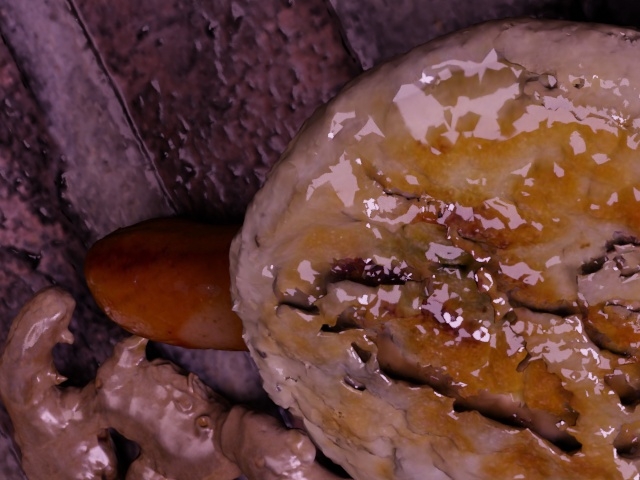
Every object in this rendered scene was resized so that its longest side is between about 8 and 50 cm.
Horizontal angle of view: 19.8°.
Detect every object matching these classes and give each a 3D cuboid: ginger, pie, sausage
[{"bbox_3d":[-0.083,0.134,1.127,0.258,0.065,0.149,24,129,8],"label":"ginger"},{"bbox_3d":[0.114,0.041,0.917,0.339,0.077,0.339,11,123,17],"label":"pie"},{"bbox_3d":[0.001,0.005,1.031,0.302,0.076,0.103,-19,93,27],"label":"sausage"}]
